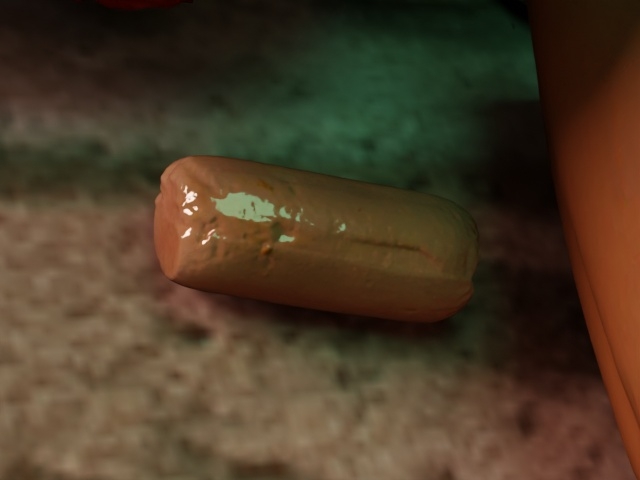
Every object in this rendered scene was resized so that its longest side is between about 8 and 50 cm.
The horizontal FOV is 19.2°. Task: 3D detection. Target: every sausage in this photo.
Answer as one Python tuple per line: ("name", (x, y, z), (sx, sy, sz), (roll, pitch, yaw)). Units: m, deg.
("sausage", (0.000, 0.000, 0.465), (0.083, 0.034, 0.034), (9, 54, -21))

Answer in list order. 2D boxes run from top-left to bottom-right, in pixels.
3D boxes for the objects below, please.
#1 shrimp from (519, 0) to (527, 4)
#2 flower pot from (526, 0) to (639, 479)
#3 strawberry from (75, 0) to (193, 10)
("shrimp", (0.117, -0.148, 0.595), (0.148, 0.035, 0.195), (6, 69, -1))
("flower pot", (0.137, -0.023, 0.468), (0.191, 0.190, 0.173), (2, 43, -24))
("strawberry", (-0.056, -0.188, 0.453), (0.239, 0.250, 0.288), (17, 28, 31))
